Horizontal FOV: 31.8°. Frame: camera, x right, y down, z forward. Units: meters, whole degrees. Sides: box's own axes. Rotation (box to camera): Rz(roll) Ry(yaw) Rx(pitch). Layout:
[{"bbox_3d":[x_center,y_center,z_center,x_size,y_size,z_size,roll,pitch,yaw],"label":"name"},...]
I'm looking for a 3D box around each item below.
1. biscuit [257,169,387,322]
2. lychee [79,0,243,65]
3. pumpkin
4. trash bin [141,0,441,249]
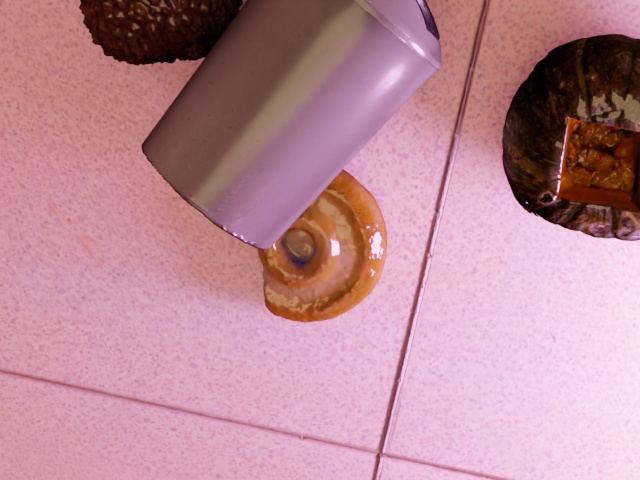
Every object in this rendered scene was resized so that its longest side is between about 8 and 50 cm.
[{"bbox_3d":[0.000,0.000,1.800,0.213,0.091,0.274,-7,105,10],"label":"biscuit"},{"bbox_3d":[-0.240,-0.385,1.628,0.271,0.271,0.271,2,108,6],"label":"lychee"},{"bbox_3d":[0.423,-0.147,1.641,0.321,0.192,0.320,7,119,13],"label":"pumpkin"},{"bbox_3d":[-0.030,-0.225,1.612,0.280,0.280,0.432,39,101,-7],"label":"trash bin"}]
